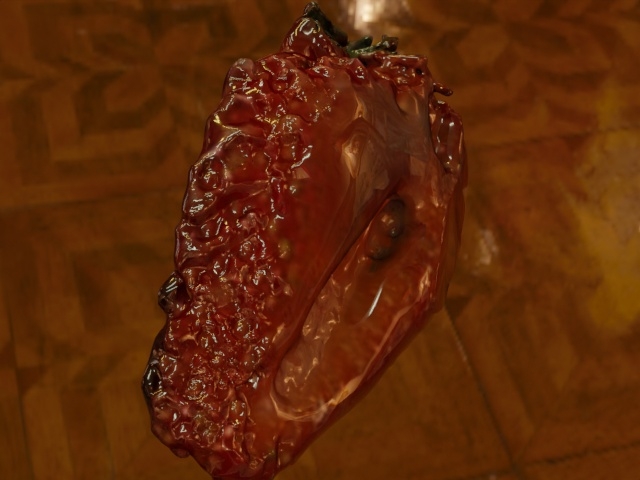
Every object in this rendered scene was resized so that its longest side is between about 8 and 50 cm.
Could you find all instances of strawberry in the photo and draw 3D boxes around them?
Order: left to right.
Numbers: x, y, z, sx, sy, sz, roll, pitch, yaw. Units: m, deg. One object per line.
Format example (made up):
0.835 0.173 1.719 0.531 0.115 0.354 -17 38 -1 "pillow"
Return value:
0.003 0.000 0.401 0.048 0.104 0.152 -3 51 28 "strawberry"
